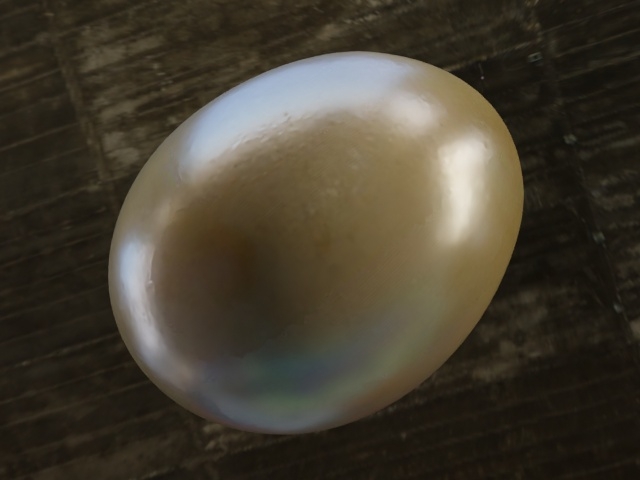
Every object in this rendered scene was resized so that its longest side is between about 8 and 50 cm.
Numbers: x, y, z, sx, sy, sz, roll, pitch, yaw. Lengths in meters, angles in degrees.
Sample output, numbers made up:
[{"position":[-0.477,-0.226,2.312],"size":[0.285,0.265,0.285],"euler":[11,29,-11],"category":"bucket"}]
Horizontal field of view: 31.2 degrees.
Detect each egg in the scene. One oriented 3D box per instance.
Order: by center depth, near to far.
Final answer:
[{"position":[0.000,0.000,0.984],"size":[0.373,0.301,0.301],"euler":[-32,-87,2],"category":"egg"}]
